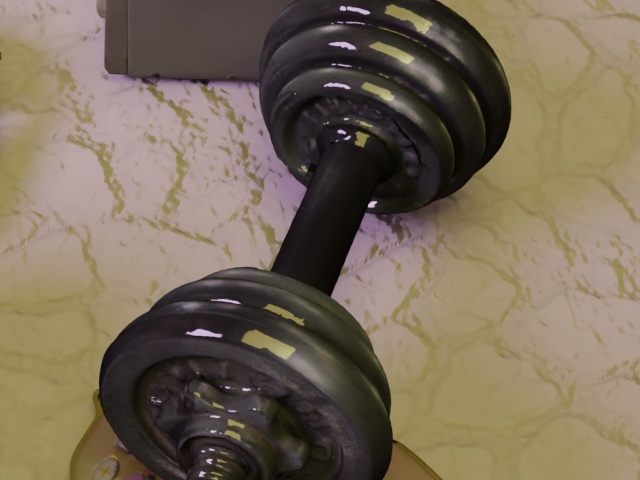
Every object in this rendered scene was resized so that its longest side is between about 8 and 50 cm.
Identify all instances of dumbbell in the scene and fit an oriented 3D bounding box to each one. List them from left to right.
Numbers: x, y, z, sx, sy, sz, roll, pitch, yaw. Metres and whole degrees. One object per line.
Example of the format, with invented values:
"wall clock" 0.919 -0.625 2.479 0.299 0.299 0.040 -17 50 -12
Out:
"dumbbell" 0.000 0.000 1.148 0.179 0.179 0.406 20 51 5

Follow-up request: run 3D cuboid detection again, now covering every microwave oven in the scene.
"microwave oven" -0.063 -0.248 1.324 0.194 0.145 0.240 3 60 -8

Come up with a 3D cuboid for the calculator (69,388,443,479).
"calculator" -0.044 0.155 1.161 0.236 0.033 0.157 29 62 12
